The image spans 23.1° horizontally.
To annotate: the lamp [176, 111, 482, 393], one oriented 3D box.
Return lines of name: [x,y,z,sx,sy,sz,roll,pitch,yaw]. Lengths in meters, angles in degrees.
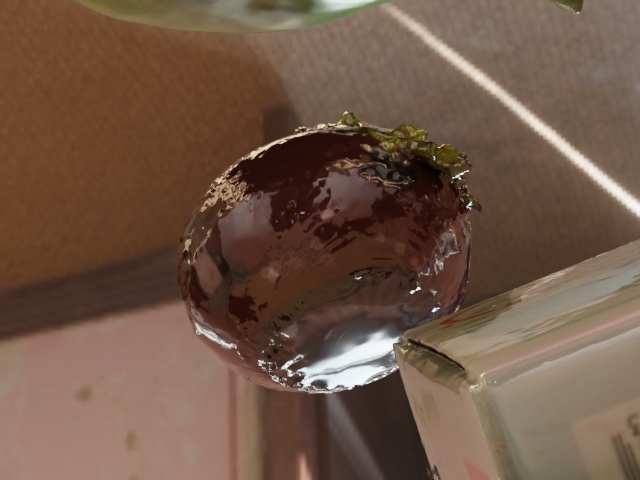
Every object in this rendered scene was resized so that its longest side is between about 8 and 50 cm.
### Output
lamp: [0.000,0.003,0.823,0.157,0.135,0.156,-11,138,-12]

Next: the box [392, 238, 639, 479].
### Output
box: [0.159,0.017,0.391,0.269,0.079,0.135,-21,-177,-4]

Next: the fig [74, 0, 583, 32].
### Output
fig: [-0.025,-0.202,0.853,0.233,0.233,0.314,-29,150,30]
